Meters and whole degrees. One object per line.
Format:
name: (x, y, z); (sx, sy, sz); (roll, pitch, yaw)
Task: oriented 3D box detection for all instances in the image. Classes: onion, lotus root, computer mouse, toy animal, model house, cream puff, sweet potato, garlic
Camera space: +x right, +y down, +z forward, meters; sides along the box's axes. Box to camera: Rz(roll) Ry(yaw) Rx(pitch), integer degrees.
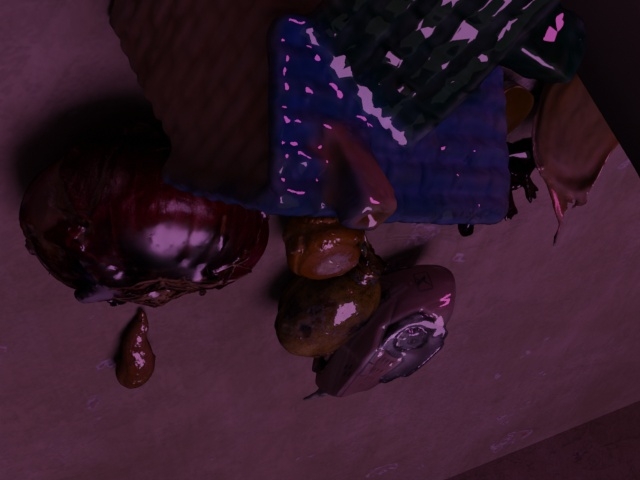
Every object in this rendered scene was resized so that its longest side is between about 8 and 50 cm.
onion: (-0.216, -0.034, 1.251); (0.313, 0.233, 0.314); (-3, 165, -1)
lotus root: (0.029, 0.093, 1.708); (0.154, 0.154, 0.278); (7, 133, -45)
computer mouse: (0.230, -0.168, 1.529); (0.199, 0.045, 0.102); (-32, 152, 25)
toy animal: (0.280, -0.091, 1.696); (0.218, 0.116, 0.179); (-45, -172, -24)
model house: (0.084, -0.208, 1.013); (0.395, 0.400, 0.445); (7, 137, -41)
computer mouse: (0.084, 0.168, 1.857); (0.389, 0.200, 0.115); (-40, 128, 22)
cream puff: (0.002, -0.004, 1.575); (0.126, 0.103, 0.144); (-24, 152, 7)
sweet potato: (-0.306, 0.197, 1.696); (0.068, 0.068, 0.226); (-11, 147, -25)
garlic: (0.401, -0.178, 1.521); (0.151, 0.196, 0.338); (13, 131, -26)

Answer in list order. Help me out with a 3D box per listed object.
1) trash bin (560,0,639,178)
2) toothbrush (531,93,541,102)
trash bin: (0.437, -0.239, 1.202); (0.280, 0.432, 0.280); (-19, 151, -11)
toothbrush: (0.291, -0.215, 1.552); (0.219, 0.016, 0.019); (-7, 146, -31)
